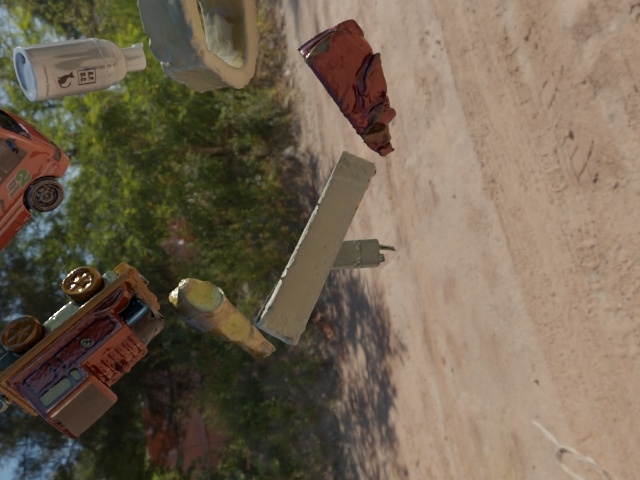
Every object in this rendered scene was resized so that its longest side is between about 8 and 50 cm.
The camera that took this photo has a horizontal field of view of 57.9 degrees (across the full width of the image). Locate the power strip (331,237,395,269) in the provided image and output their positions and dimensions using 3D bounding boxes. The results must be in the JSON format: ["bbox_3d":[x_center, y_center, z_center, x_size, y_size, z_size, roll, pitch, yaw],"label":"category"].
[{"bbox_3d":[0.091,0.043,1.792,0.053,0.288,0.093,161,107,-79],"label":"power strip"}]

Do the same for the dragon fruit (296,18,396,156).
[{"bbox_3d":[0.044,-0.150,0.581,0.131,0.063,0.097,54,-171,0],"label":"dragon fruit"}]

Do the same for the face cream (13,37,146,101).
[{"bbox_3d":[-0.645,-0.496,1.631,0.145,0.370,0.145,27,129,39],"label":"face cream"}]

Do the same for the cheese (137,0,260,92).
[{"bbox_3d":[-0.295,-0.537,1.441,0.292,0.153,0.332,-29,-67,-57],"label":"cheese"}]

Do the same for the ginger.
[{"bbox_3d":[-0.193,0.173,1.177,0.294,0.131,0.086,49,-139,-42],"label":"ginger"}]

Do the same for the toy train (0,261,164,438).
[{"bbox_3d":[-0.463,0.216,1.119,0.232,0.369,0.163,33,155,29],"label":"toy train"}]

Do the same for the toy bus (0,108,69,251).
[{"bbox_3d":[-0.694,-0.063,1.071,0.203,0.427,0.233,34,173,31],"label":"toy bus"}]

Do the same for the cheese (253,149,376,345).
[{"bbox_3d":[0.002,0.000,1.056,0.400,0.085,0.034,-63,3,-25],"label":"cheese"}]
